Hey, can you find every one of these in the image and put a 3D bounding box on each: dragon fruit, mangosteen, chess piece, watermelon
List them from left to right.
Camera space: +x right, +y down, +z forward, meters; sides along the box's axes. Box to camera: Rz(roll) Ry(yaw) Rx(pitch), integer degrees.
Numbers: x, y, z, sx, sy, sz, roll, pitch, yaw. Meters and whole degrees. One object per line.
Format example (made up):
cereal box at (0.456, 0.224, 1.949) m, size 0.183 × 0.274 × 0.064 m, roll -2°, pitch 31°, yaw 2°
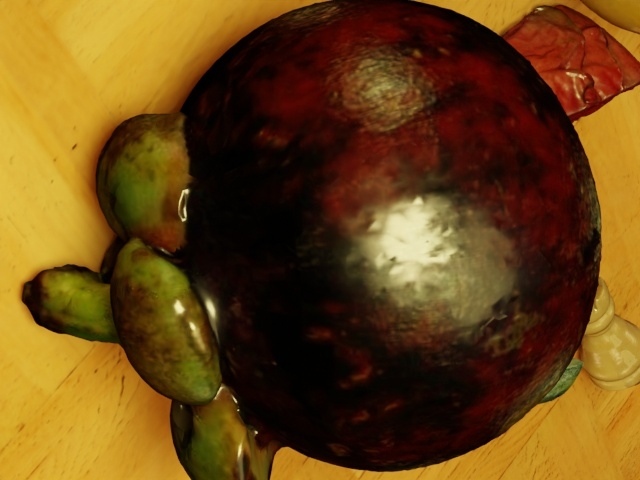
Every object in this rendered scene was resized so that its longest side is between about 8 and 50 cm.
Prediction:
mangosteen at (0.016, -0.001, 0.891) m, size 0.311 × 0.311 × 0.311 m, roll -24°, pitch 125°, yaw -39°
dragon fruit at (0.149, -0.121, 1.152) m, size 0.192 × 0.122 × 0.092 m, roll -25°, pitch 86°, yaw -34°
watermelon at (0.182, 0.111, 1.311) m, size 0.085 × 0.085 × 0.061 m, roll 55°, pitch 27°, yaw -46°
chess piece at (0.257, 0.079, 1.361) m, size 0.066 × 0.066 × 0.122 m, roll -51°, pitch 132°, yaw -17°

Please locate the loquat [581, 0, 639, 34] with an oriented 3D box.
loquat at (0.269, -0.261, 1.071) m, size 0.235 × 0.235 × 0.235 m, roll -24°, pitch 125°, yaw -39°
